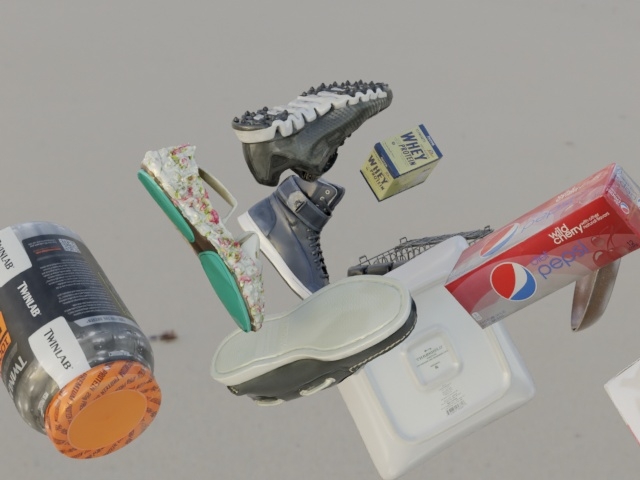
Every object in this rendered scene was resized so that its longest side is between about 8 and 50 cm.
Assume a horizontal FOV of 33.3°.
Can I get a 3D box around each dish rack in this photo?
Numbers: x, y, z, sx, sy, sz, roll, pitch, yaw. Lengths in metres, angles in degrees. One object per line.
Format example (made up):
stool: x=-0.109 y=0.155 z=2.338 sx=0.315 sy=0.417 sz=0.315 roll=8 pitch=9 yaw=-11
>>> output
dish rack: x=0.186 y=0.038 z=1.895 sx=0.208 sy=0.074 sz=0.271 roll=-7 pitch=10 yaw=33

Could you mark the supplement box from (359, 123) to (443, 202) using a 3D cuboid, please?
supplement box: x=0.112 y=-0.107 z=1.488 sx=0.083 sy=0.056 sz=0.083 roll=-25 pitch=-15 yaw=-23

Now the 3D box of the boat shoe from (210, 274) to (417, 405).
boat shoe: x=0.004 y=0.125 z=1.284 sx=0.303 sy=0.091 sz=0.114 roll=-18 pitch=43 yaw=39

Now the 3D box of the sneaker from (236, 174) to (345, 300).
sneaker: x=-0.001 y=-0.001 z=1.672 sx=0.163 sy=0.226 sz=0.086 roll=-41 pitch=-4 yaw=6

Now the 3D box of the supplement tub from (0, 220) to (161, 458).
supplement tub: x=-0.379 y=0.143 z=1.570 sx=0.207 sy=0.207 sz=0.338 roll=-16 pitch=46 yaw=-29

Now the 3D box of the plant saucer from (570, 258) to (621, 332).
plant saucer: x=0.581 y=0.046 z=2.225 sx=0.050 sy=0.310 sz=0.310 roll=14 pitch=24 yaw=7

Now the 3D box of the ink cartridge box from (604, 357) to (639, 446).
ink cartridge box: x=0.516 y=0.278 z=1.516 sx=0.092 sy=0.218 sz=0.158 roll=-40 pitch=39 yaw=17

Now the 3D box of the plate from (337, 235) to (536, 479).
plate: x=0.157 y=0.171 z=1.558 sx=0.277 sy=0.278 sz=0.045 roll=-27 pitch=5 yaw=-14

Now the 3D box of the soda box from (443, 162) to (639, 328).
soda box: x=0.283 y=0.010 z=1.342 sx=0.263 sy=0.083 sz=0.092 roll=-35 pitch=12 yaw=40

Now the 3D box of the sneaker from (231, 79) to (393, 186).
sneaker: x=-0.004 y=-0.130 z=1.320 sx=0.234 sy=0.106 sz=0.078 roll=-24 pitch=27 yaw=-34

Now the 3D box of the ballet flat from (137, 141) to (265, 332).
ballet flat: x=-0.116 y=-0.009 z=1.222 sx=0.077 sy=0.241 sz=0.091 roll=-36 pitch=12 yaw=-21
